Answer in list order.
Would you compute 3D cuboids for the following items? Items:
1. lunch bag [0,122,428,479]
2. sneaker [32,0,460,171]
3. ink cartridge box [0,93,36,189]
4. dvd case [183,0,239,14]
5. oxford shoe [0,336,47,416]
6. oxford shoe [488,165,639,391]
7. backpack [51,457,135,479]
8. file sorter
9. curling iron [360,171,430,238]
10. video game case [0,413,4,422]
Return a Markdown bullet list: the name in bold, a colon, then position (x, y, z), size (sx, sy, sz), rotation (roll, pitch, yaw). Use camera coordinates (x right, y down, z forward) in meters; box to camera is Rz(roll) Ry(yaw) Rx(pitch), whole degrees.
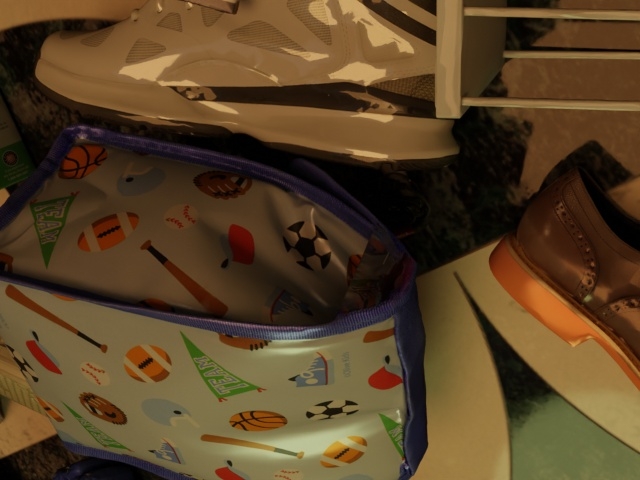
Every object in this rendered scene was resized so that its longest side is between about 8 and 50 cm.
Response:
- **lunch bag**: position (-0.084, 0.088, 0.816), size (0.385, 0.239, 0.328), rotation (13, 142, 19)
- **sneaker**: position (-0.069, -0.224, 0.795), size (0.447, 0.169, 0.258), rotation (12, 103, 21)
- **ink cartridge box**: position (-0.456, -0.143, 1.002), size (0.086, 0.153, 0.208), rotation (-13, 105, 32)
- **dvd case**: position (-0.123, -0.309, 0.669), size (0.164, 0.018, 0.221), rotation (15, 107, -1)
- **oxford shoe**: position (-0.430, 0.122, 1.135), size (0.449, 0.130, 0.169), rotation (12, 147, 37)
- **oxford shoe**: position (0.326, 0.077, 0.724), size (0.363, 0.130, 0.133), rotation (35, 117, 8)
- **backpack**: position (-0.322, 0.359, 1.196), size (0.120, 0.098, 0.101), rotation (-23, 81, 35)
- **file sorter**: position (0.187, -0.243, 0.609), size (0.173, 0.193, 0.278), rotation (7, 115, 21)
- **curling iron**: position (0.000, 0.000, 0.907), size (0.274, 0.035, 0.068), rotation (-25, 95, 33)
- **video game case**: position (-0.551, 0.176, 1.203), size (0.206, 0.026, 0.227), rotation (39, 156, 6)
